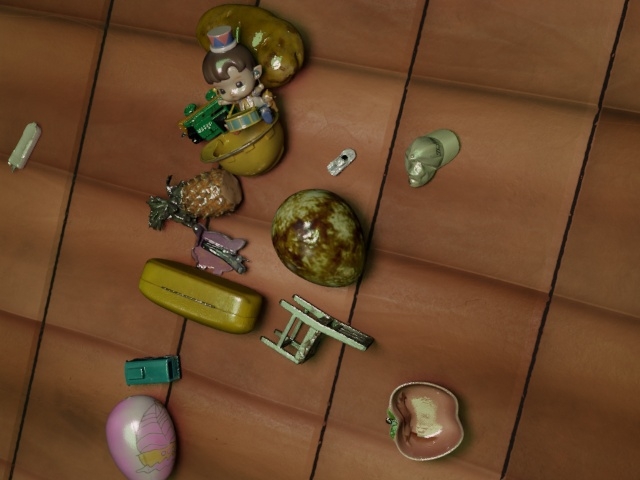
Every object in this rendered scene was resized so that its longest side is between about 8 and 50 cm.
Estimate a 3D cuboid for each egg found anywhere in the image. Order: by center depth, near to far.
[{"bbox_3d":[0.000,0.000,1.521,0.238,0.238,0.289,-35,91,12],"label":"egg"},{"bbox_3d":[-0.525,0.593,1.674,0.196,0.196,0.271,-27,77,13],"label":"egg"}]

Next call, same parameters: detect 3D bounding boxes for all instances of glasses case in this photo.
[{"bbox_3d":[-0.344,0.168,1.641,0.371,0.173,0.141,18,93,17],"label":"glasses case"}]

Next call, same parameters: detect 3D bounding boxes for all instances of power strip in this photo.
[{"bbox_3d":[-0.987,-0.309,1.888,0.047,0.030,0.191,33,97,11],"label":"power strip"}]

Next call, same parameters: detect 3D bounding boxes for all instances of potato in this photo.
[{"bbox_3d":[-0.205,-0.564,1.631,0.369,0.196,0.176,30,53,20],"label":"potato"}]

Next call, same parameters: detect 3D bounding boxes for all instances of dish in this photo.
[{"bbox_3d":[0.277,0.471,1.520,0.213,0.090,0.213,0,89,12],"label":"dish"}]

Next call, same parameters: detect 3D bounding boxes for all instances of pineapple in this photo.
[{"bbox_3d":[-0.393,-0.123,1.685,0.309,0.141,0.170,-15,92,21],"label":"pineapple"}]

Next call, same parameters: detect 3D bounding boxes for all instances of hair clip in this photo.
[{"bbox_3d":[-0.299,0.041,1.677,0.187,0.056,0.146,26,119,6],"label":"hair clip"}]

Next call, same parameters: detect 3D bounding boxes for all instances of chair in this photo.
[{"bbox_3d":[-0.010,0.278,1.572,0.270,0.136,0.147,29,98,12],"label":"chair"}]

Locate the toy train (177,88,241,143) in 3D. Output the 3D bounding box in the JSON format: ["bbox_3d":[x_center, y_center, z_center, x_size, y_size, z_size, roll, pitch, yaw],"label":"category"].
[{"bbox_3d":[-0.319,-0.356,1.654,0.227,0.091,0.136,-33,45,12],"label":"toy train"}]

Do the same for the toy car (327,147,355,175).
[{"bbox_3d":[0.061,-0.225,1.614,0.093,0.025,0.041,-44,81,11],"label":"toy car"}]

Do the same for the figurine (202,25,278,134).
[{"bbox_3d":[-0.229,-0.424,1.507,0.161,0.158,0.276,-17,109,25],"label":"figurine"}]

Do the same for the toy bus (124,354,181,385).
[{"bbox_3d":[-0.517,0.396,1.727,0.160,0.092,0.079,-7,87,15],"label":"toy bus"}]

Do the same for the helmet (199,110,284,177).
[{"bbox_3d":[-0.198,-0.252,1.616,0.257,0.205,0.140,-32,121,3],"label":"helmet"}]

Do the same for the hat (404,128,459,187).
[{"bbox_3d":[0.298,-0.229,1.531,0.166,0.081,0.122,-26,85,3],"label":"hat"}]
